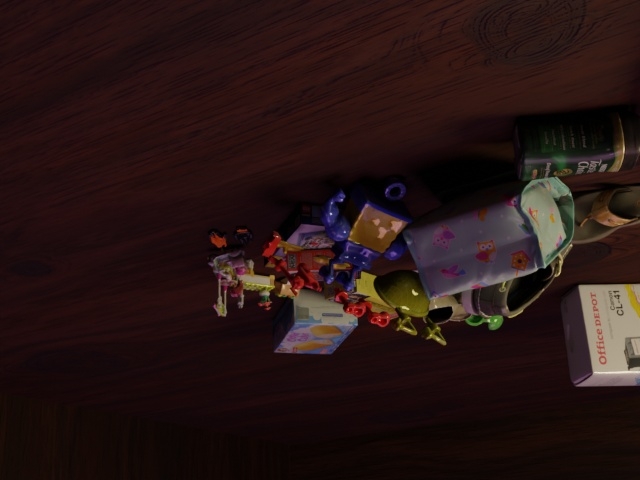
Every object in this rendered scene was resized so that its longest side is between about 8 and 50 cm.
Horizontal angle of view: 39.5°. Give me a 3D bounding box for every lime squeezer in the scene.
[{"bbox_3d":[0.384,0.182,2.220,0.310,0.059,0.110,15,-175,-39],"label":"lime squeezer"}]

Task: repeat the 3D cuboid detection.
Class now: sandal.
[{"bbox_3d":[0.517,-0.052,1.547,0.219,0.090,0.060,-10,168,11],"label":"sandal"}]

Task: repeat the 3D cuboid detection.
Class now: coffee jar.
[{"bbox_3d":[0.383,-0.140,1.326,0.184,0.079,0.096,-6,159,7],"label":"coffee jar"}]

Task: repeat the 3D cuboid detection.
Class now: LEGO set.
[{"bbox_3d":[-0.154,0.109,1.870,0.132,0.107,0.287,-12,157,22],"label":"LEGO set"}]

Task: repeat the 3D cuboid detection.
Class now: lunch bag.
[{"bbox_3d":[0.293,-0.026,1.497,0.223,0.160,0.262,-18,-171,32],"label":"lunch bag"}]

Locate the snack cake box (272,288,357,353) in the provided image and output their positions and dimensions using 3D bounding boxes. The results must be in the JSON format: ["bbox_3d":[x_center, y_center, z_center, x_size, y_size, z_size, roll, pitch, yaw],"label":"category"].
[{"bbox_3d":[-0.019,0.198,2.142,0.152,0.089,0.264,2,158,-13],"label":"snack cake box"}]

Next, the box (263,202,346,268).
[{"bbox_3d":[0.000,0.000,1.692,0.159,0.044,0.233,5,158,-20],"label":"box"}]

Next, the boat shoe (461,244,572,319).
[{"bbox_3d":[0.379,0.050,1.600,0.305,0.109,0.091,-32,-151,-35],"label":"boat shoe"}]

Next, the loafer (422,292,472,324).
[{"bbox_3d":[0.273,0.150,2.043,0.102,0.092,0.268,-14,155,30],"label":"loafer"}]

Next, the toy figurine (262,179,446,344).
[{"bbox_3d":[0.110,0.008,1.516,0.362,0.191,0.217,21,108,-28],"label":"toy figurine"}]

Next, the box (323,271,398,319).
[{"bbox_3d":[0.114,0.121,1.998,0.087,0.058,0.232,-20,153,37],"label":"box"}]

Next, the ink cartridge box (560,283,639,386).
[{"bbox_3d":[0.746,0.222,2.098,0.306,0.226,0.131,0,158,-7],"label":"ink cartridge box"}]

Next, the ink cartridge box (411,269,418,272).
[{"bbox_3d":[0.283,0.031,1.746,0.115,0.067,0.198,14,164,-36],"label":"ink cartridge box"}]

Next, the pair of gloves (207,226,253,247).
[{"bbox_3d":[-0.171,-0.007,1.702,0.083,0.010,0.074,-8,157,6],"label":"pair of gloves"}]

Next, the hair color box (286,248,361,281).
[{"bbox_3d":[0.007,0.047,1.690,0.141,0.043,0.072,-2,160,0],"label":"hair color box"}]
